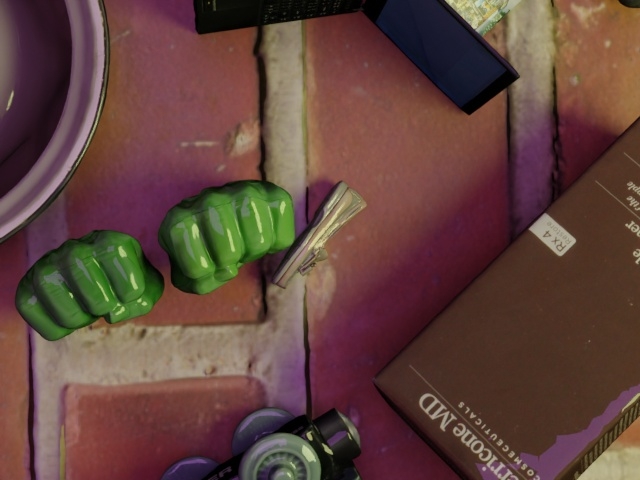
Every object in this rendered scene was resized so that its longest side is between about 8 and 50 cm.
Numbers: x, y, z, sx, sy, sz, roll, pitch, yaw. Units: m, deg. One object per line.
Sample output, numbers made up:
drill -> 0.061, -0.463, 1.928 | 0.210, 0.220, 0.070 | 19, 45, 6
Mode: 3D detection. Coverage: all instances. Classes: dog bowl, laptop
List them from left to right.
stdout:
dog bowl -> -0.396, -0.166, 1.240 | 0.408, 0.150, 0.407 | 0, 88, -3
laptop -> 0.022, -0.178, 1.225 | 0.265, 0.234, 0.136 | -9, 87, -5

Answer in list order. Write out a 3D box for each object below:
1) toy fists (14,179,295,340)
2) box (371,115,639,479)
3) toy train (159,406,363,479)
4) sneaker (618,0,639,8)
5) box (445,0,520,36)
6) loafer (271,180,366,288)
toy fists -> -0.155, 0.017, 1.250 | 0.279, 0.142, 0.096 | -19, 89, -4
box -> 0.252, 0.076, 1.254 | 0.381, 0.143, 0.191 | -45, 70, -3
toy train -> -0.086, 0.301, 1.251 | 0.334, 0.142, 0.190 | -32, 99, -4
sneaker -> 0.239, -0.350, 1.276 | 0.163, 0.106, 0.281 | -21, 98, -31
box -> 0.107, -0.303, 1.280 | 0.159, 0.044, 0.233 | -43, 118, -3
loafer -> 0.000, 0.000, 1.312 | 0.039, 0.045, 0.125 | 35, 83, -8
